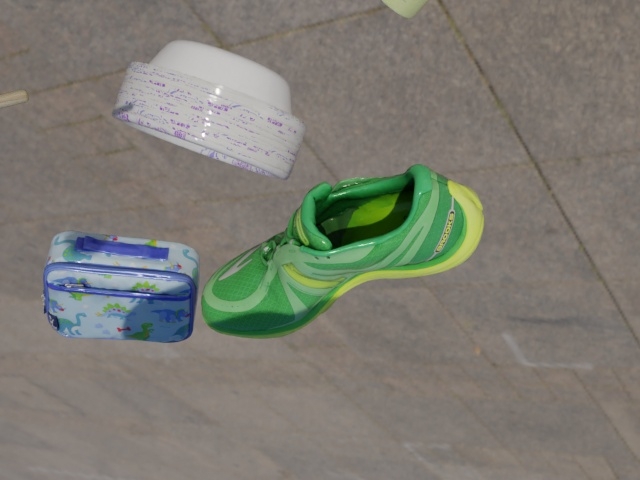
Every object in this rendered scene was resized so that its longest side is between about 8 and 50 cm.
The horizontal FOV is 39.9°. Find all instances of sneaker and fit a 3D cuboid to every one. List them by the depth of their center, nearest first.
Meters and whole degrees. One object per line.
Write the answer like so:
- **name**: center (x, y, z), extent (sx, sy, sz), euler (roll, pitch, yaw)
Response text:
- **sneaker**: center (0.000, 0.000, 0.816), extent (0.295, 0.109, 0.123), euler (-24, 139, 25)

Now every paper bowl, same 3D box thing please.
- **paper bowl**: center (-0.158, -0.203, 1.331), extent (0.284, 0.148, 0.284), euler (19, -178, -1)

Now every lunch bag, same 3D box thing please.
- **lunch bag**: center (-0.286, 0.069, 1.270), extent (0.219, 0.090, 0.176), euler (7, 138, -10)

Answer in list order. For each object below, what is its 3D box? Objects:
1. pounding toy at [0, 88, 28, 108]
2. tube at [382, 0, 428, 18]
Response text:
- **pounding toy**: center (-0.321, -0.102, 0.649), extent (0.130, 0.141, 0.100), euler (-30, 101, 19)
- **tube**: center (0.144, -0.320, 0.841), extent (0.070, 0.062, 0.240), euler (33, 122, -17)
